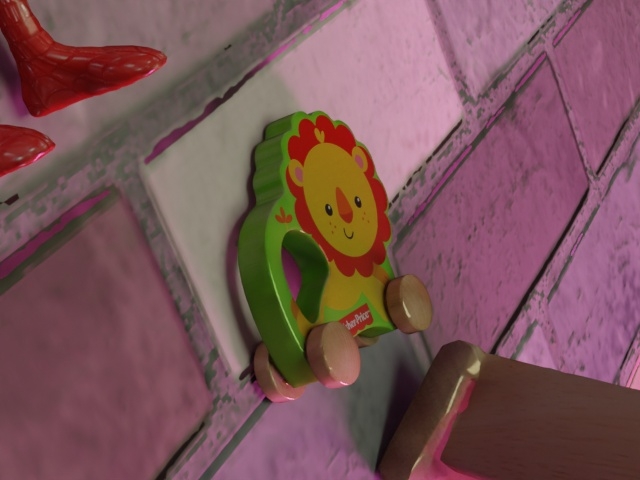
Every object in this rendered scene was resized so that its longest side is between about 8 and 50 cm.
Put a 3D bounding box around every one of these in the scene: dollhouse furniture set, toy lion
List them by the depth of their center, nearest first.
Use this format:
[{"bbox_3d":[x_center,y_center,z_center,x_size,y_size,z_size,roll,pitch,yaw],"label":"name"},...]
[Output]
[{"bbox_3d":[0.093,0.262,0.456,0.362,0.256,0.394,47,64,-40],"label":"dollhouse furniture set"},{"bbox_3d":[0.000,0.000,0.501,0.100,0.034,0.096,-28,98,-58],"label":"toy lion"}]

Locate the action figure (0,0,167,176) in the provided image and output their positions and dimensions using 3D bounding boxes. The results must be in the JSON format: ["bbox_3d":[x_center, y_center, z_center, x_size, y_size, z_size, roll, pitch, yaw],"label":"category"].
[{"bbox_3d":[-0.094,-0.160,0.299,0.280,0.139,0.091,64,32,-18],"label":"action figure"}]
